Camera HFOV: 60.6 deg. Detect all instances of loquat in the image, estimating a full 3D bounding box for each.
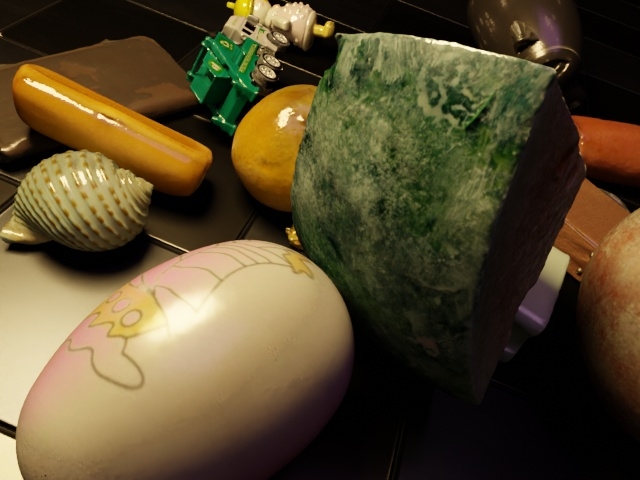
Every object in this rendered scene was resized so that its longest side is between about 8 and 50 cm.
[{"bbox_3d":[-0.037,-0.121,0.717,0.204,0.149,0.172,14,57,43],"label":"loquat"}]

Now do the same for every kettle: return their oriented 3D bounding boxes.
[{"bbox_3d":[0.459,-0.401,1.141,0.268,0.207,0.290,25,43,-36],"label":"kettle"}]

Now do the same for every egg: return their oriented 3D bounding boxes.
[{"bbox_3d":[-0.096,0.104,0.439,0.271,0.196,0.196,-12,53,-33],"label":"egg"}]

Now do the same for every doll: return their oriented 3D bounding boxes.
[{"bbox_3d":[-0.076,-0.414,1.029,0.207,0.081,0.129,15,25,-2],"label":"doll"}]

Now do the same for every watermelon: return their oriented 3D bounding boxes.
[{"bbox_3d":[0.124,-0.025,0.510,0.258,0.387,0.228,-32,52,-25],"label":"watermelon"}]

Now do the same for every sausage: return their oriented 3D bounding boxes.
[{"bbox_3d":[0.549,-0.152,0.976,0.259,0.114,0.114,9,45,-9],"label":"sausage"}]

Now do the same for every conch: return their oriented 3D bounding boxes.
[{"bbox_3d":[-0.264,-0.051,0.602,0.153,0.102,0.135,4,32,-15],"label":"conch"}]

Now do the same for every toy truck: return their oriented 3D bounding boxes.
[{"bbox_3d":[-0.127,-0.260,0.822,0.116,0.110,0.216,28,39,-18],"label":"toy truck"}]

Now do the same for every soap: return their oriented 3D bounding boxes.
[{"bbox_3d":[0.160,0.008,0.687,0.265,0.088,0.160,35,45,11],"label":"soap"}]

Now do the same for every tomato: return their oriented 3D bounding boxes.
[{"bbox_3d":[0.431,0.088,0.557,0.316,0.317,0.283,17,26,-3],"label":"tomato"}]

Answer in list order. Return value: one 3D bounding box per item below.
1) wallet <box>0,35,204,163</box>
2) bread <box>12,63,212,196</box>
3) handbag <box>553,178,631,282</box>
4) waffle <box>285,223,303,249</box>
[{"bbox_3d":[-0.327,-0.204,0.764,0.165,0.042,0.309,42,50,19],"label":"wallet"},{"bbox_3d":[-0.251,-0.127,0.665,0.239,0.074,0.093,26,19,-12],"label":"bread"},{"bbox_3d":[0.396,-0.020,0.820,0.151,0.072,0.193,-20,55,-34],"label":"handbag"},{"bbox_3d":[0.002,0.000,0.700,0.085,0.016,0.078,43,49,19],"label":"waffle"}]
